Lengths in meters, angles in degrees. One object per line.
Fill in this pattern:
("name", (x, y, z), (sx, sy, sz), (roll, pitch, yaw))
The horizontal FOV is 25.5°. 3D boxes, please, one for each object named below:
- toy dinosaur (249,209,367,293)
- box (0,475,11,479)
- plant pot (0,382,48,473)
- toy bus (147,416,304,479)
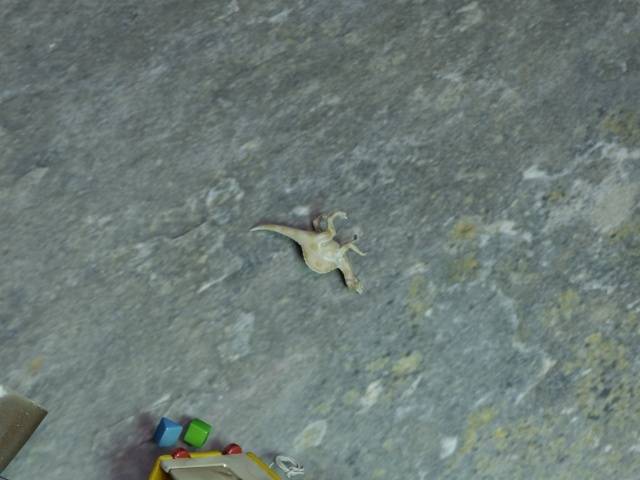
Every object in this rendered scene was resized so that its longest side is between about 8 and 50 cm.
("toy dinosaur", (0.000, 0.000, 2.000), (0.183, 0.053, 0.092), (34, 63, -3))
("box", (-0.348, 0.436, 1.614), (0.169, 0.087, 0.290), (-38, 110, -27))
("plant pot", (-0.472, 0.252, 1.663), (0.215, 0.215, 0.230), (29, 76, -6))
("toy bus", (-0.133, 0.327, 1.787), (0.202, 0.191, 0.104), (24, 106, -8))
